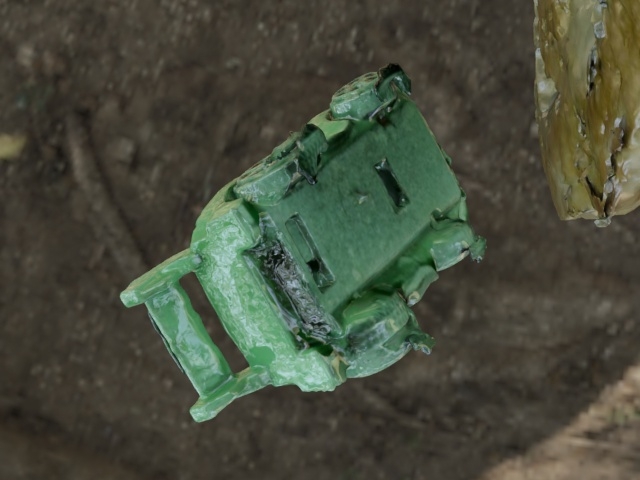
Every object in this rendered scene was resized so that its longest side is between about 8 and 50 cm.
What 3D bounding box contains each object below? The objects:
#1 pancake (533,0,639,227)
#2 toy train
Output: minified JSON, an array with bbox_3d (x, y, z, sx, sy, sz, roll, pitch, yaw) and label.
[{"bbox_3d":[0.121,-0.169,0.596,0.065,0.356,0.356,10,142,3],"label":"pancake"},{"bbox_3d":[0.000,0.000,0.653,0.081,0.149,0.099,-21,106,37],"label":"toy train"}]
